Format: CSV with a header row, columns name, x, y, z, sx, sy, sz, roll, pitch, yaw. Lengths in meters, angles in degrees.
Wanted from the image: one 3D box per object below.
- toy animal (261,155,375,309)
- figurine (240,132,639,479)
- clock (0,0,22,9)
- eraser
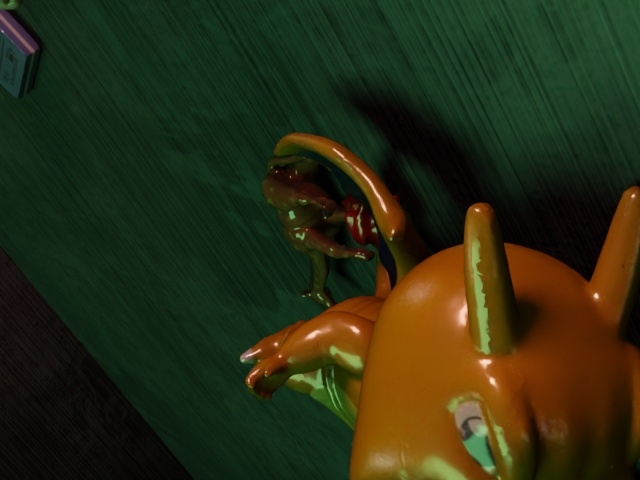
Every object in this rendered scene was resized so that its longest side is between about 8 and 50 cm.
name,x,y,z,sx,sy,sz,roll,pitch,yaw
toy animal,0.000,0.000,1.139,0.224,0.066,0.230,56,157,-17
figurine,0.091,0.090,0.864,0.401,0.268,0.387,54,159,-13
clock,-0.283,-0.294,0.866,0.310,0.114,0.284,3,162,-9
eraser,-0.464,-0.277,1.551,0.082,0.036,0.225,47,159,-7
